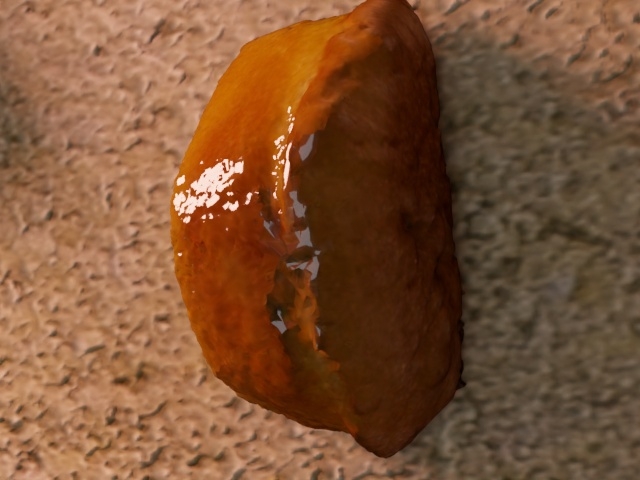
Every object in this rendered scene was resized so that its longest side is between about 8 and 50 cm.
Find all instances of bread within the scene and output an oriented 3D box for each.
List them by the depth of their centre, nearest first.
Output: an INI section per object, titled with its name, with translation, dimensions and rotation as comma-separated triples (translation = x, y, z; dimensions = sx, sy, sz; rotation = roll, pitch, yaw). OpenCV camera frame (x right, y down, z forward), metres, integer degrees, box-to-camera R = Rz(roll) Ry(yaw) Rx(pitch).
[bread]
translation = -0.004, -0.005, 0.588
dimensions = 0.129, 0.134, 0.260
rotation = -4, 90, 24
